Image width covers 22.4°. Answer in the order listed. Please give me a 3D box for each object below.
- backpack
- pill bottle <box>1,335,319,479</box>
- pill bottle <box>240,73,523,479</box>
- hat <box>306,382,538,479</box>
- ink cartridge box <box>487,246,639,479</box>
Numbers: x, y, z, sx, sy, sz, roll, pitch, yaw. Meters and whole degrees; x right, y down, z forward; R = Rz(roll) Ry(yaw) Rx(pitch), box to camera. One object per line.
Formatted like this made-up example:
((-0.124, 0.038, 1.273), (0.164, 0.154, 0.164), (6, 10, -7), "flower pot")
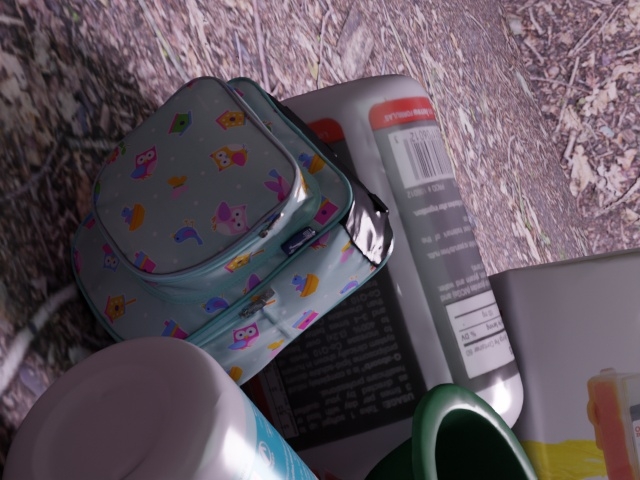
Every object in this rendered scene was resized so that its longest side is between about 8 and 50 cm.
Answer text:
((-0.071, -0.001, 1.064), (0.166, 0.188, 0.144), (48, 8, 35), "backpack")
((-0.059, 0.186, 0.958), (0.264, 0.146, 0.146), (55, 23, -39), "pill bottle")
((0.034, 0.073, 1.245), (0.210, 0.210, 0.363), (-9, 81, -72), "pill bottle")
((0.040, 0.202, 1.111), (0.173, 0.183, 0.208), (13, 56, -56), "hat")
((0.210, 0.214, 1.392), (0.279, 0.160, 0.385), (154, -72, -72), "ink cartridge box")
